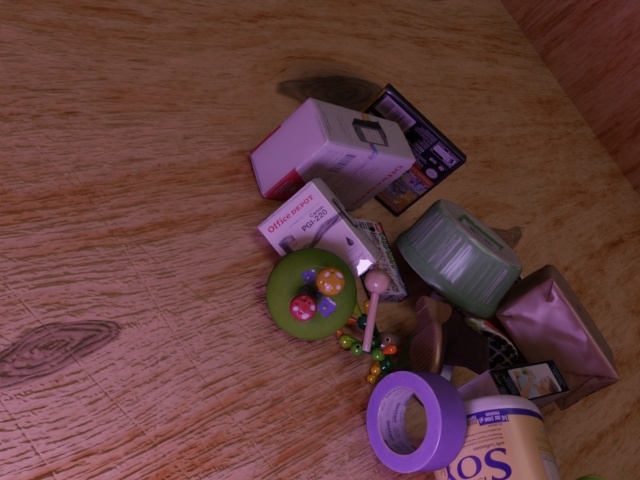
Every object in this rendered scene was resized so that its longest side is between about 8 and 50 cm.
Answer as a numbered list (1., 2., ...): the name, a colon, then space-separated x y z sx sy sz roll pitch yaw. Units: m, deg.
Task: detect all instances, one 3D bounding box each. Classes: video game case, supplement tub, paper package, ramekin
1. video game case: 0.183 -0.221 1.948 0.275 0.248 0.035 40 34 -14
2. supplement tub: 0.350 0.494 1.490 0.241 0.241 0.331 21 44 -35
3. paper package: 0.615 0.239 2.004 0.309 0.168 0.325 57 17 6
4. ramekin: 0.351 0.035 1.908 0.303 0.148 0.303 34 19 -13

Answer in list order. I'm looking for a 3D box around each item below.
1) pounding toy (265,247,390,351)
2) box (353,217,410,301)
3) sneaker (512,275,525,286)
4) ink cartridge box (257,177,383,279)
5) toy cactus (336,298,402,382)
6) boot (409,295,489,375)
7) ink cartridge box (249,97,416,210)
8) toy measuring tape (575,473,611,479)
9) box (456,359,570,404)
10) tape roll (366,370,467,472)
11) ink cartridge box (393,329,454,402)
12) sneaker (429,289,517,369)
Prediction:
1. pounding toy: 0.016 0.110 1.487 0.237 0.110 0.183 15 85 -8
2. box: 0.130 0.046 1.832 0.114 0.036 0.207 9 52 -44
3. sneaker: 0.580 0.120 2.265 0.109 0.040 0.044 36 21 -25
4. ink cartridge box: 0.000 0.000 1.612 0.218 0.158 0.092 51 16 2
5. toy cactus: 0.121 0.211 1.633 0.180 0.112 0.219 5 45 -57
6. boot: 0.295 0.244 1.676 0.207 0.090 0.248 35 34 -18
7. ink cartridge box: 0.029 -0.188 1.771 0.306 0.226 0.131 4 57 -47
8. toy measuring tape: 0.686 0.608 1.753 0.330 0.121 0.121 13 35 12
9. box: 0.418 0.357 1.757 0.290 0.169 0.087 2 54 -45
10. tape roll: 0.182 0.347 1.485 0.080 0.189 0.189 13 50 -41
11. ink cartridge box: 0.246 0.261 1.741 0.109 0.062 0.209 46 35 -6
12. sneaker: 0.382 0.208 1.908 0.279 0.107 0.118 41 31 -14
